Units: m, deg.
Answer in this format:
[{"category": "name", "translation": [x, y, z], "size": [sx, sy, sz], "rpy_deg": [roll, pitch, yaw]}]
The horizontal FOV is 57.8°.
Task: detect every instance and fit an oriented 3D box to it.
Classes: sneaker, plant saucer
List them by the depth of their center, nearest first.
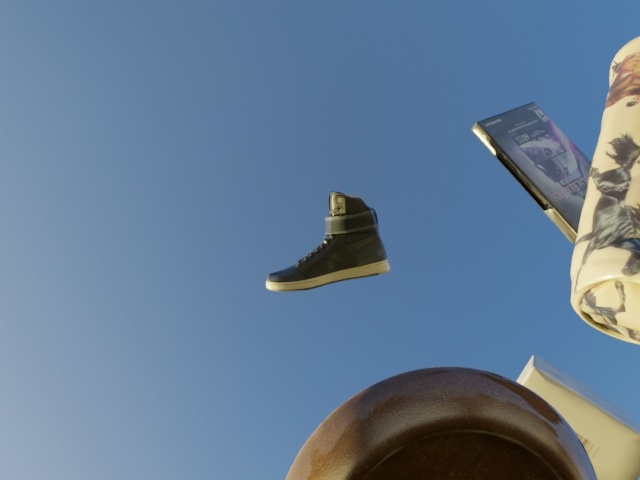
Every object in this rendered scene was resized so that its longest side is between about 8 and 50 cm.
[{"category": "plant saucer", "translation": [0.113, 0.268, 0.504], "size": [0.311, 0.050, 0.310], "rpy_deg": [0, -90, -6]}, {"category": "sneaker", "translation": [0.000, 0.000, 1.043], "size": [0.226, 0.086, 0.163], "rpy_deg": [-13, -85, -7]}]

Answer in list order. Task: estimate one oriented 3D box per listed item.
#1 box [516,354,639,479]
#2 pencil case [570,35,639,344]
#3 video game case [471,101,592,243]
[{"category": "box", "translation": [0.448, 0.348, 1.077], "size": [0.215, 0.345, 0.168], "rpy_deg": [33, -85, 22]}, {"category": "pencil case", "translation": [0.425, -0.063, 0.726], "size": [0.183, 0.160, 0.410], "rpy_deg": [36, -119, -27]}, {"category": "video game case", "translation": [0.428, -0.136, 1.075], "size": [0.196, 0.274, 0.026], "rpy_deg": [-24, -22, -35]}]
